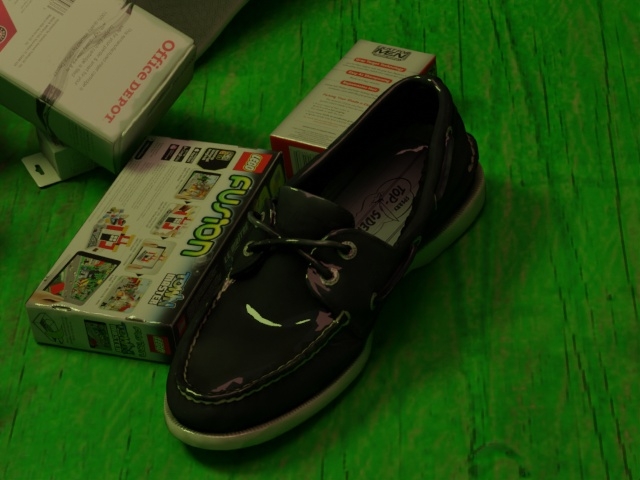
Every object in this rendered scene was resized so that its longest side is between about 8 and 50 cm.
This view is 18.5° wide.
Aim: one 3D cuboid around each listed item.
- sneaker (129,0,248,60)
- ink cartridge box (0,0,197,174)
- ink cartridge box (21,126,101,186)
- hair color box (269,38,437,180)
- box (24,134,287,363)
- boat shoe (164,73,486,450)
[{"bbox_3d":[-0.145,-0.217,1.656,0.296,0.105,0.147,-43,32,-25],"label":"sneaker"},{"bbox_3d":[-0.184,-0.136,1.491,0.150,0.063,0.109,32,67,9],"label":"ink cartridge box"},{"bbox_3d":[-0.189,-0.076,1.524,0.083,0.028,0.048,-22,39,-16],"label":"ink cartridge box"},{"bbox_3d":[0.028,-0.095,1.497,0.072,0.043,0.141,15,44,28],"label":"hair color box"},{"bbox_3d":[-0.113,0.002,1.402,0.114,0.036,0.207,8,40,20],"label":"box"},{"bbox_3d":[0.004,0.001,1.318,0.127,0.113,0.340,22,46,33],"label":"boat shoe"}]
